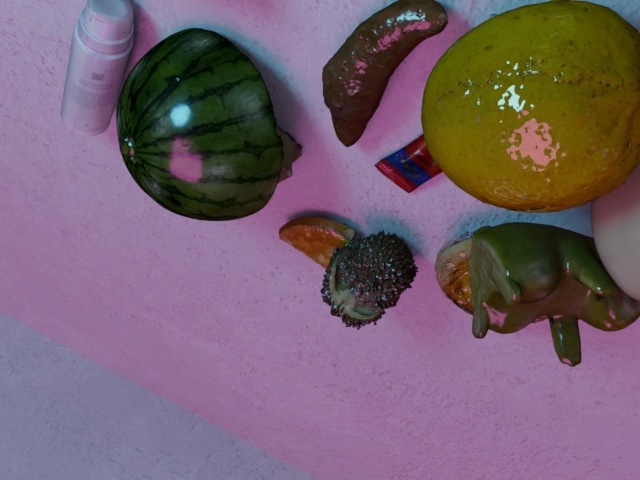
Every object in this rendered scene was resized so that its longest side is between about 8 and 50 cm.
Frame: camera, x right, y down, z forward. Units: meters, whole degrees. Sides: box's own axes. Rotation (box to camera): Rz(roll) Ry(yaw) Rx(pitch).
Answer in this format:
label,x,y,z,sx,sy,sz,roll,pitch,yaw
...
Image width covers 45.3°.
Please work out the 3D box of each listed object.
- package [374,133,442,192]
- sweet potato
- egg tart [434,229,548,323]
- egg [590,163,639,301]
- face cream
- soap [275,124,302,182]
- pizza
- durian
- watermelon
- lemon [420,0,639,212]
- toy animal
label,x,y,z,sx,sy,sz,roll,pitch,yaw
package,0.176,-0.137,1.247,0.083,0.022,0.200,39,144,-15
sweet potato,0.062,-0.241,1.127,0.114,0.092,0.341,18,150,-13
egg tart,0.314,0.057,1.338,0.234,0.094,0.234,16,142,13
egg,0.448,-0.037,0.993,0.186,0.242,0.186,5,-178,0
face cream,-0.397,-0.313,1.366,0.102,0.102,0.345,34,146,-7
soap,-0.148,-0.149,1.424,0.135,0.076,0.233,42,144,-19
pizza,0.000,-0.001,1.537,0.175,0.046,0.134,11,141,26
durian,0.097,0.070,1.445,0.196,0.196,0.167,-21,94,50
watermelon,-0.225,-0.168,1.270,0.331,0.189,0.331,26,136,28
lemon,0.259,-0.161,0.940,0.310,0.258,0.258,-2,136,47
toy animal,0.404,0.072,1.144,0.363,0.180,0.181,8,142,1
